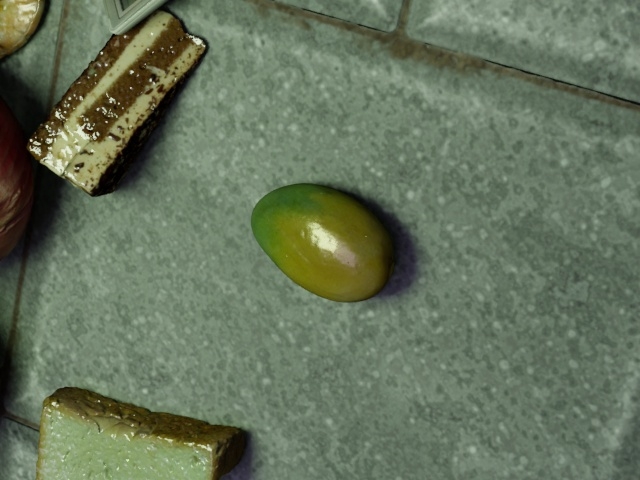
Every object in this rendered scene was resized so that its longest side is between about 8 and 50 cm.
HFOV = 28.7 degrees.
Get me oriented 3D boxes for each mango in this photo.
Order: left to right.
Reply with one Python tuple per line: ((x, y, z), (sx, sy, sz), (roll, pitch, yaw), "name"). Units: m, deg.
((0.000, 0.000, 1.509), (0.194, 0.092, 0.130), (20, 110, 27), "mango")

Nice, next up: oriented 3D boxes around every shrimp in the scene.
((-0.496, -0.326, 1.655), (0.289, 0.075, 0.178), (15, 109, 5), "shrimp")

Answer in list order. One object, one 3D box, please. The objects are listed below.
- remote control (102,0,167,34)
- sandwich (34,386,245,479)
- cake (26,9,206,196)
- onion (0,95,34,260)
((-0.138, -0.364, 1.495), (0.313, 0.055, 0.109), (-32, 57, 25), "remote control")
((-0.251, 0.341, 1.674), (0.288, 0.099, 0.254), (9, 98, 20), "sandwich")
((-0.255, -0.173, 1.598), (0.112, 0.135, 0.246), (37, 82, 3), "cake")
((-0.533, -0.093, 1.592), (0.353, 0.353, 0.354), (5, 103, 21), "onion")
